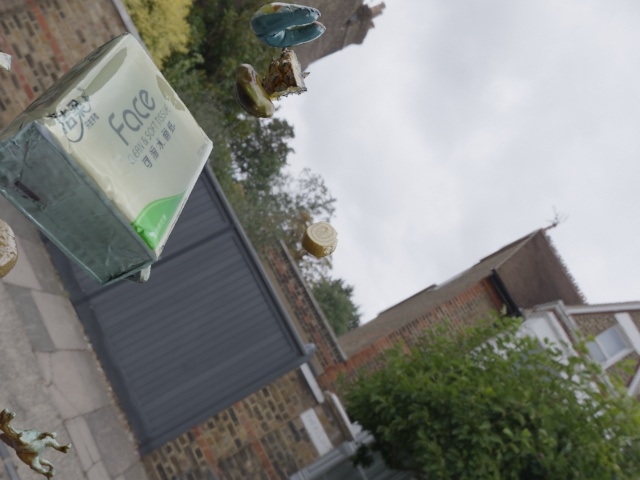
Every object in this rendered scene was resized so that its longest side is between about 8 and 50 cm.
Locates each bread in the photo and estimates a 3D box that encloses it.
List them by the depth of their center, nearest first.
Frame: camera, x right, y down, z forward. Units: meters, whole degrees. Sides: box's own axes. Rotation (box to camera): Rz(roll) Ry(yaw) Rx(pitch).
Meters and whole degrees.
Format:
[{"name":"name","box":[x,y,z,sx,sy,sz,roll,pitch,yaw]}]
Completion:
[{"name":"bread","box":[0.000,0.000,1.950,0.122,0.149,0.073,41,-51,17]}]

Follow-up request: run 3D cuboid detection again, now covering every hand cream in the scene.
[{"name":"hand cream","box":[-1.047,-0.583,1.693,0.039,0.143,0.061,-25,-118,41]}]

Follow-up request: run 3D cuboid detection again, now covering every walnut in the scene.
[{"name":"walnut","box":[-0.979,0.019,1.490,0.225,0.225,0.261,58,13,25]}]

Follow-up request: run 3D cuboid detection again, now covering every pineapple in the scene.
[{"name":"pineapple","box":[-0.138,-0.576,1.882,0.334,0.158,0.161,-57,127,-70]}]

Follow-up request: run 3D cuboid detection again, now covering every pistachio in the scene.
[{"name":"pistachio","box":[-0.227,-0.470,1.735,0.110,0.100,0.189,-17,-69,47]}]

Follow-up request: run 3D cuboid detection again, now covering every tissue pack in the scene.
[{"name":"tissue pack","box":[-0.417,-0.174,1.093,0.332,0.205,0.405,55,26,-33]}]

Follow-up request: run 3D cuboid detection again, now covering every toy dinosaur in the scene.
[{"name":"toy dinosaur","box":[-0.570,0.405,1.041,0.142,0.212,0.057,29,36,-14]}]

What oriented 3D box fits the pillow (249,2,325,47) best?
[{"name":"pillow","box":[-0.095,-0.615,1.552,0.233,0.214,0.086,-8,98,-80]}]

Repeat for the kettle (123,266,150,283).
[{"name":"kettle","box":[-0.588,0.013,1.611,0.243,0.160,0.211,17,-82,37]}]
